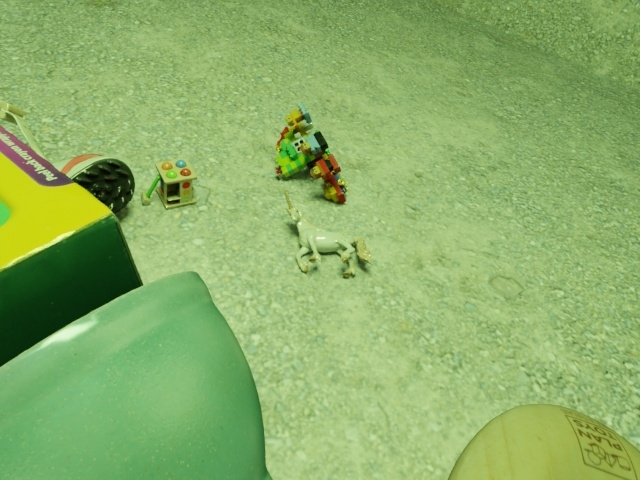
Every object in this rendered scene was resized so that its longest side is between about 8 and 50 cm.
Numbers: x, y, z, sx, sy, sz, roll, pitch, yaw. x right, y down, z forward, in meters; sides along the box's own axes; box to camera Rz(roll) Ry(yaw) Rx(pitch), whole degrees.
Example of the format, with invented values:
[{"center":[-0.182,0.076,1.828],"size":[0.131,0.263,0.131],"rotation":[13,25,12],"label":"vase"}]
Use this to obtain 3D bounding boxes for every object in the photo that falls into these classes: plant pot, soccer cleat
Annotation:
[{"center":[-0.158,0.191,0.385],"size":[0.196,0.293,0.293],"rotation":[50,50,4],"label":"plant pot"},{"center":[-0.418,-0.032,0.656],"size":[0.117,0.108,0.318],"rotation":[18,42,38],"label":"soccer cleat"}]

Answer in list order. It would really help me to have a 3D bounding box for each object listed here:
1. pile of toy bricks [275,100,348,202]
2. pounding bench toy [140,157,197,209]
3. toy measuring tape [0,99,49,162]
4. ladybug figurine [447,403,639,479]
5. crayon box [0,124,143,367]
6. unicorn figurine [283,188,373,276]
[{"center":[-0.038,-0.155,0.887],"size":[0.105,0.118,0.212],"rotation":[-28,62,2],"label":"pile of toy bricks"},{"center":[-0.249,-0.092,0.775],"size":[0.083,0.065,0.052],"rotation":[-16,52,-29],"label":"pounding bench toy"},{"center":[-0.339,-0.003,0.578],"size":[0.121,0.121,0.329],"rotation":[-30,89,-37],"label":"toy measuring tape"},{"center":[0.214,0.348,0.384],"size":[0.306,0.161,0.449],"rotation":[21,41,-1],"label":"ladybug figurine"},{"center":[-0.379,0.016,0.368],"size":[0.363,0.106,0.313],"rotation":[30,50,30],"label":"crayon box"},{"center":[0.000,0.000,0.767],"size":[0.162,0.060,0.111],"rotation":[20,41,-20],"label":"unicorn figurine"}]
